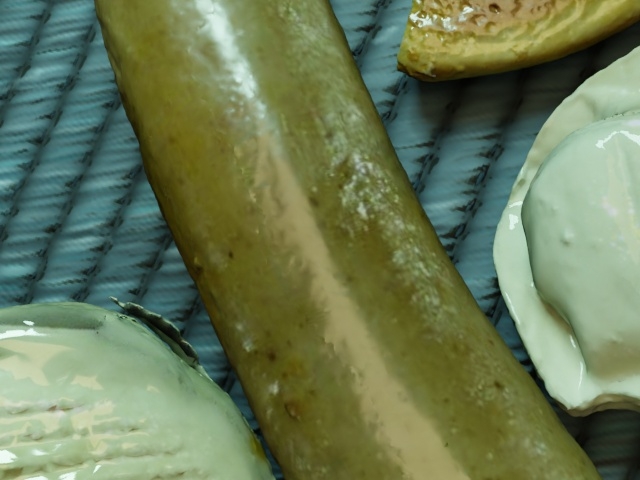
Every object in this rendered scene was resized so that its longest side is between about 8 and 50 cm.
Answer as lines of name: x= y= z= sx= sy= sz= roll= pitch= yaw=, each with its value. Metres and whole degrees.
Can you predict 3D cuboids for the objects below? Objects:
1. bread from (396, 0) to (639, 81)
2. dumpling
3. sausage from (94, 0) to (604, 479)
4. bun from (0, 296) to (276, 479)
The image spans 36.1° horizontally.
bread: x=0.123 y=-0.148 z=0.532 sx=0.136 sy=0.054 sz=0.154 roll=14 pitch=89 yaw=9
dumpling: x=0.149 y=-0.001 z=0.484 sx=0.136 sy=0.118 sz=0.199 roll=-5 pitch=72 yaw=30
sausage: x=-0.002 y=0.001 z=0.486 sx=0.136 sy=0.123 sz=0.501 roll=-35 pitch=77 yaw=33
bun: x=-0.135 y=0.140 z=0.469 sx=0.239 sy=0.141 sz=0.239 roll=2 pitch=84 yaw=-17
